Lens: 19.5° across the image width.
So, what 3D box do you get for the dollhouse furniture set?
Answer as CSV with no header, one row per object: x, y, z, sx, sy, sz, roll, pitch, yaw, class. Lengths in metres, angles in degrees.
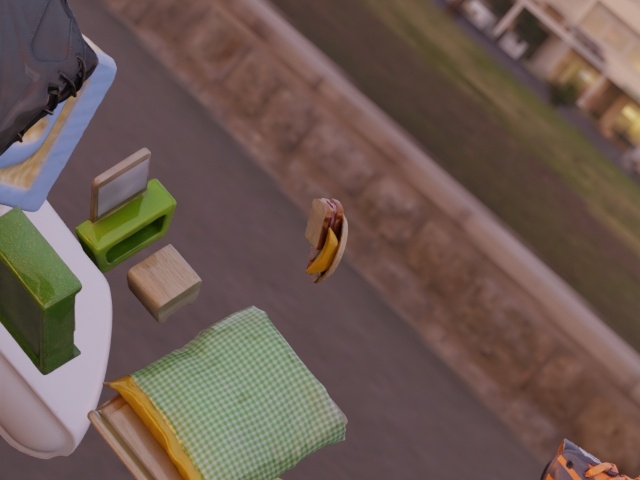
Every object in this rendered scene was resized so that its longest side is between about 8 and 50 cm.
-0.130,0.082,1.636,0.301,0.198,0.151,48,-24,18,dollhouse furniture set

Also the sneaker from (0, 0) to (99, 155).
-0.228,-0.110,1.300,0.130,0.286,0.109,20,-10,-19,sneaker

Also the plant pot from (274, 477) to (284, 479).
-0.092,0.328,1.729,0.228,0.227,0.207,36,19,-48,plant pot

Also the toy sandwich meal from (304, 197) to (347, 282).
0.000,0.000,1.815,0.029,0.085,0.085,18,16,-20,toy sandwich meal

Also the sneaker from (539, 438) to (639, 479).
0.314,0.228,1.736,0.180,0.321,0.124,46,-6,12,sneaker

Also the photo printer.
-0.348,0.090,2.180,0.307,0.107,0.256,59,29,-43,photo printer

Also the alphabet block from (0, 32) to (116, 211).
-0.369,-0.172,1.956,0.192,0.193,0.197,19,18,-50,alphabet block
